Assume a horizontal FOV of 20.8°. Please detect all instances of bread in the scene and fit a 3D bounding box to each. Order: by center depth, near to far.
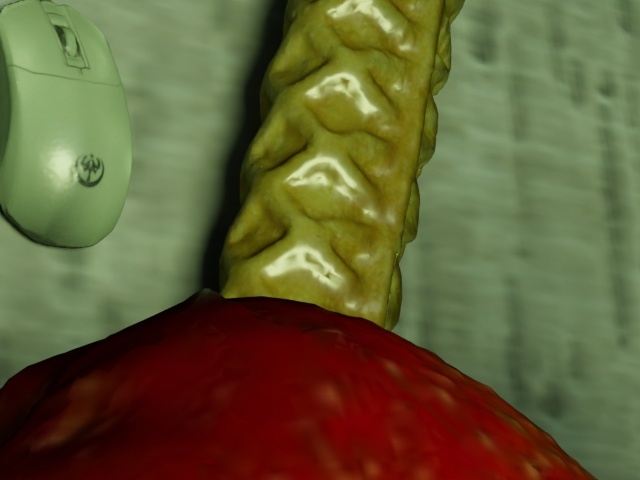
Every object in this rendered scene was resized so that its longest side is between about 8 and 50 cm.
[{"bbox_3d":[0.001,0.000,0.721,0.077,0.084,0.367,7,61,12],"label":"bread"}]

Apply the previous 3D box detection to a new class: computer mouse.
[{"bbox_3d":[-0.100,-0.053,0.690,0.056,0.032,0.110,6,68,-38],"label":"computer mouse"}]

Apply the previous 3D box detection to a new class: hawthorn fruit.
[{"bbox_3d":[-0.042,0.132,0.493,0.300,0.254,0.254,31,54,-10],"label":"hawthorn fruit"}]
